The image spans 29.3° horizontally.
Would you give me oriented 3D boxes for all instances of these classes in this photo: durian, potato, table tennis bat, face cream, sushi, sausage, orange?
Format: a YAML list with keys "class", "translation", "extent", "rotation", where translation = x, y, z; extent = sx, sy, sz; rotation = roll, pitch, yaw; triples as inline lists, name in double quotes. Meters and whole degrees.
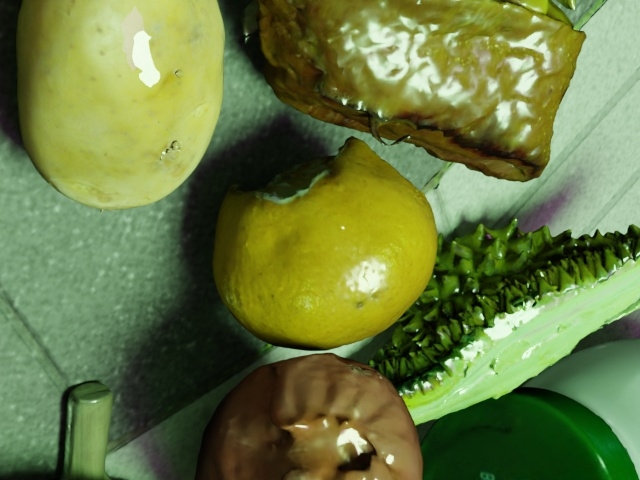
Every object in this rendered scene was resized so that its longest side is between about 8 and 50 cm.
- class: "durian"
  translation: [0.138, 0.062, 1.020]
  extent: [0.375, 0.106, 0.132]
  rotation: [-26, 130, 1]
- class: "potato"
  translation: [-0.112, -0.097, 0.691]
  extent: [0.118, 0.109, 0.178]
  rotation: [-42, 148, -47]
- class: "table tennis bat"
  translation: [-0.178, 0.211, 0.898]
  extent: [0.138, 0.022, 0.246]
  rotation: [-12, 125, -36]
- class: "face cream"
  translation: [0.266, 0.230, 1.159]
  extent: [0.357, 0.219, 0.312]
  rotation: [1, 129, -50]
- class: "sushi"
  translation: [0.077, -0.142, 0.796]
  extent: [0.296, 0.167, 0.179]
  rotation: [16, 92, -26]
- class: "sausage"
  translation: [-0.014, 0.165, 0.863]
  extent: [0.152, 0.152, 0.279]
  rotation: [-37, 172, -19]
- class: "orange"
  translation: [0.000, 0.000, 0.831]
  extent: [0.156, 0.156, 0.134]
  rotation: [-40, 131, -16]
